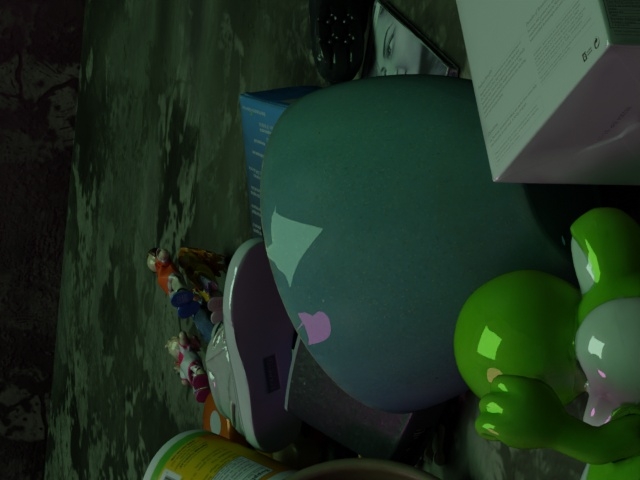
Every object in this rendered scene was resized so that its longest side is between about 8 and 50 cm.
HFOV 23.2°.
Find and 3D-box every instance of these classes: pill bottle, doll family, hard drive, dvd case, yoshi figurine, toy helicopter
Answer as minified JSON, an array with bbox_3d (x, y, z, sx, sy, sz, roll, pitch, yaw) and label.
[{"bbox_3d":[-0.073,0.306,1.713,0.246,0.136,0.136,17,107,43],"label":"pill bottle"},{"bbox_3d":[-0.176,0.103,2.319,0.163,0.118,0.263,-127,23,-50],"label":"doll family"},{"bbox_3d":[0.058,0.097,1.549,0.172,0.054,0.254,30,116,23],"label":"hard drive"},{"bbox_3d":[0.086,-0.149,1.688,0.221,0.018,0.164,-123,39,-58],"label":"dvd case"},{"bbox_3d":[0.193,0.159,1.118,0.203,0.203,0.362,126,141,-61],"label":"yoshi figurine"},{"bbox_3d":[-0.036,0.347,1.859,0.355,0.140,0.235,53,136,46],"label":"toy helicopter"}]

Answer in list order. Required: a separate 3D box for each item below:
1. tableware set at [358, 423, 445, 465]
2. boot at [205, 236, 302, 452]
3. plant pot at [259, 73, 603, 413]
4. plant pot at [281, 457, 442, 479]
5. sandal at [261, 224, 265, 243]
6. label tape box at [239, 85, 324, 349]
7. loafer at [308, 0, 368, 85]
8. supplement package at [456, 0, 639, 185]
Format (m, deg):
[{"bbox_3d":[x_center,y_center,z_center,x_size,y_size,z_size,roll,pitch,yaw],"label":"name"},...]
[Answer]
[{"bbox_3d":[0.077,0.248,1.617,0.104,0.024,0.154,15,108,34],"label":"tableware set"},{"bbox_3d":[-0.089,0.107,1.749,0.123,0.095,0.258,26,124,51],"label":"boot"},{"bbox_3d":[0.118,-0.017,1.290,0.195,0.290,0.290,-18,69,35],"label":"plant pot"},{"bbox_3d":[0.044,0.380,1.520,0.229,0.263,0.263,84,171,-48],"label":"plant pot"},{"bbox_3d":[0.027,0.068,1.620,0.097,0.054,0.254,-38,85,30],"label":"sandal"},{"bbox_3d":[0.000,0.000,1.782,0.241,0.106,0.333,-152,57,-68],"label":"label tape box"},{"bbox_3d":[0.018,-0.281,1.789,0.078,0.076,0.223,105,168,-69],"label":"loafer"},{"bbox_3d":[0.211,-0.174,1.147,0.194,0.149,0.203,125,141,-58],"label":"supplement package"}]
